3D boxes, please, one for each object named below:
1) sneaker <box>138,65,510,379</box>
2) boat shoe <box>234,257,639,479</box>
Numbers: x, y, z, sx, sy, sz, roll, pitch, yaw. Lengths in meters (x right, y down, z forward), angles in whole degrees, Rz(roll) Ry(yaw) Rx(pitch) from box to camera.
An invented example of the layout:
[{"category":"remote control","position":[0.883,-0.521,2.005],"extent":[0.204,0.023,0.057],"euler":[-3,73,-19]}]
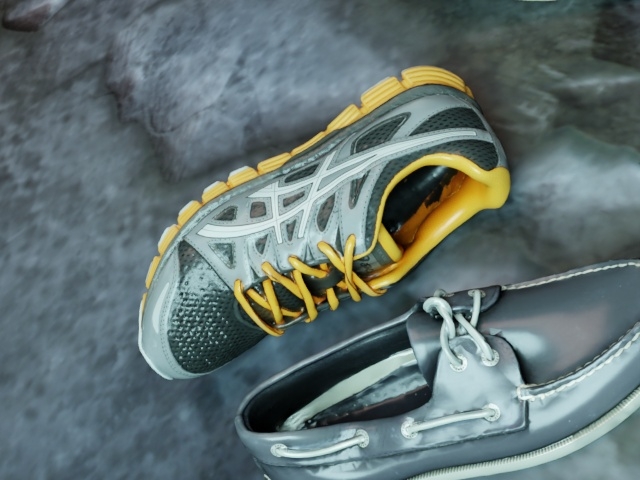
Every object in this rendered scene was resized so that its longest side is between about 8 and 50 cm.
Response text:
[{"category":"sneaker","position":[0.000,0.000,0.608],"extent":[0.215,0.084,0.083],"euler":[-40,43,3]},{"category":"boat shoe","position":[0.056,0.056,0.515],"extent":[0.206,0.065,0.075],"euler":[-27,41,20]}]
